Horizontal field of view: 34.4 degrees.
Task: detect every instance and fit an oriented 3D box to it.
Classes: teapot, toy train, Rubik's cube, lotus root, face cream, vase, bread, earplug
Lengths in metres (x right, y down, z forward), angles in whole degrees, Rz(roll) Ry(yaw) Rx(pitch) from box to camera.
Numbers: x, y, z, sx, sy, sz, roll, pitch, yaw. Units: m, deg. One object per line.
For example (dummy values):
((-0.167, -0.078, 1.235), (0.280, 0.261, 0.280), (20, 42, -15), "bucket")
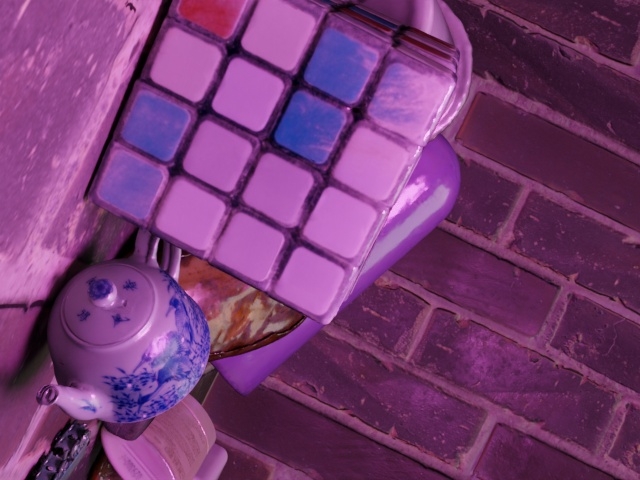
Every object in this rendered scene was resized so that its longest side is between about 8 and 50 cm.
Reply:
((-0.191, 0.077, 0.991), (0.159, 0.159, 0.232), (112, 3, -62), "teapot")
((-0.336, 0.287, 1.318), (0.071, 0.038, 0.148), (-62, 180, 29), "toy train")
((-0.029, -0.111, 0.997), (0.256, 0.259, 0.253), (-65, 176, 17), "Rubik's cube")
((-0.124, 0.059, 1.232), (0.275, 0.152, 0.160), (-11, 97, -39), "lotus root")
((-0.272, 0.337, 1.792), (0.081, 0.173, 0.348), (-40, -178, 6), "face cream")
((0.054, -0.234, 1.251), (0.245, 0.245, 0.291), (-64, 167, 3), "vase")
((-0.352, 0.392, 1.780), (0.083, 0.077, 0.070), (108, -3, -68), "bread")
((0.000, 0.000, 1.453), (0.456, 0.215, 0.215), (-38, 175, -5), "earplug")

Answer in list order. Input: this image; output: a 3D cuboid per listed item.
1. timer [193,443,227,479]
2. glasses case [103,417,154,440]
((-0.311, 0.466, 1.952), (0.192, 0.194, 0.195), (-64, 177, 10), "timer")
((-0.254, 0.193, 1.685), (0.131, 0.074, 0.323), (-63, 178, 26), "glasses case")
